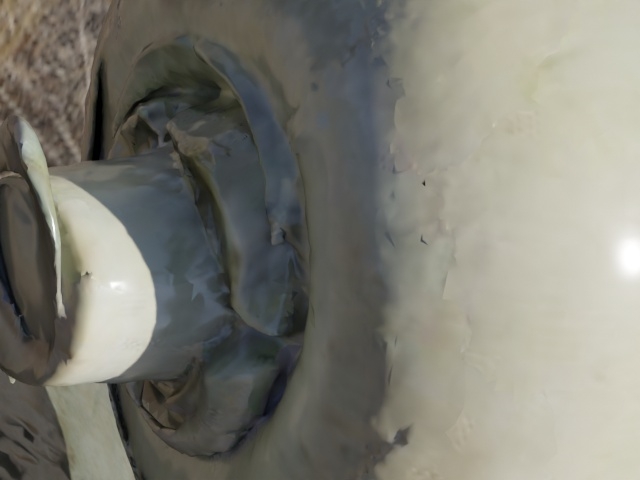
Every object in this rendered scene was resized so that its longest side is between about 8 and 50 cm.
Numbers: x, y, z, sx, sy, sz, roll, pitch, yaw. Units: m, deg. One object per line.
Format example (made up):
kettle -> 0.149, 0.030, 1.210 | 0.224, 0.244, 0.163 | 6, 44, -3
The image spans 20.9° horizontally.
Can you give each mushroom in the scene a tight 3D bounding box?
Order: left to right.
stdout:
mushroom -> 0.000, 0.000, 0.502 | 0.202, 0.246, 0.246 | -3, 74, -25

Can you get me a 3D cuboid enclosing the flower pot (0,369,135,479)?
flower pot -> -0.189, 0.165, 0.668 | 0.293, 0.330, 0.294 | -4, 109, -12
